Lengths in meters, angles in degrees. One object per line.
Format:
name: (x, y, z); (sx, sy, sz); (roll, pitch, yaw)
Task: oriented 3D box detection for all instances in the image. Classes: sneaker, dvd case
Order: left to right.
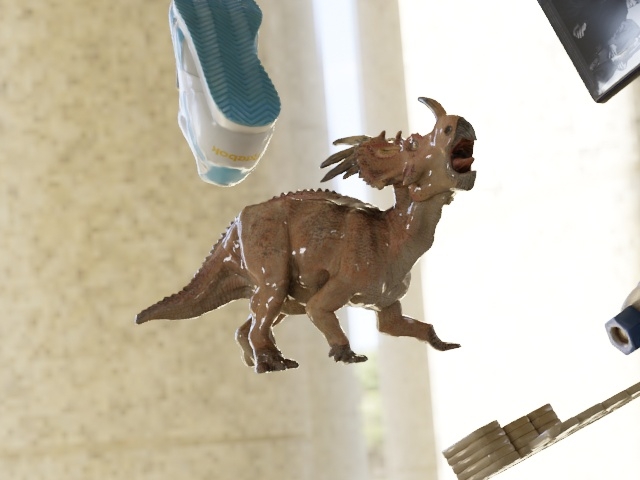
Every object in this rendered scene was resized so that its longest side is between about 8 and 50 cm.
sneaker: (-0.095, -0.147, 1.689); (0.087, 0.228, 0.092); (9, -49, -18)
dvd case: (0.354, -0.292, 2.126); (0.239, 0.179, 0.029); (-39, -25, 32)

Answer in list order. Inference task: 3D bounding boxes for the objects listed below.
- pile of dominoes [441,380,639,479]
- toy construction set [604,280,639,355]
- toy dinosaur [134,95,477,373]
pile of dominoes: (0.217, 0.140, 1.636); (0.251, 0.040, 0.196); (-22, -12, -38)
toy construction set: (0.388, 0.023, 1.551); (0.309, 0.257, 0.237); (-13, -51, -10)
toy dinosaur: (0.000, 0.000, 1.532); (0.296, 0.200, 0.127); (-7, -3, 16)
